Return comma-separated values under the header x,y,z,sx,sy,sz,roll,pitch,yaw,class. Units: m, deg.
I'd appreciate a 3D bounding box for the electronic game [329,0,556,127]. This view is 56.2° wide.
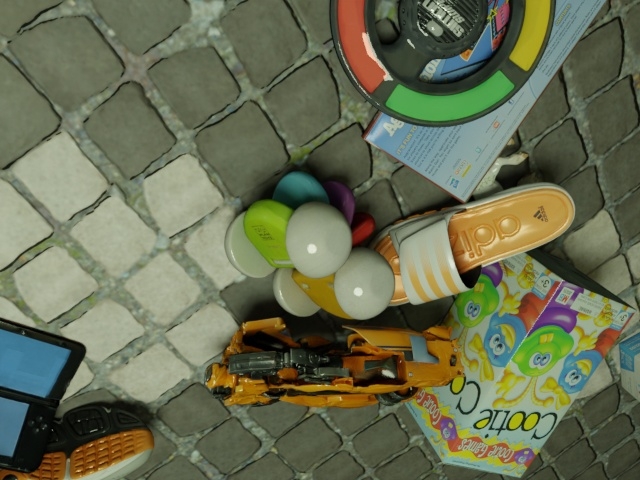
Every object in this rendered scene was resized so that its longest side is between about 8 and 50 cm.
x,y,z,sx,sy,sz,roll,pitch,yaw,class
0.123,-0.229,0.599,0.229,0.048,0.230,-2,108,-5,electronic game

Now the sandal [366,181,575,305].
x,y,z,sx,sy,sz,roll,pitch,yaw,class
0.164,0.007,0.695,0.265,0.076,0.102,-25,104,17,sandal

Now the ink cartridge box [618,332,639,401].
x,y,z,sx,sy,sz,roll,pitch,yaw,class
0.551,0.234,0.923,0.061,0.181,0.104,-25,120,-6,ink cartridge box

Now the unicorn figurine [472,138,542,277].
x,y,z,sx,sy,sz,roll,pitch,yaw,class
0.219,-0.054,0.745,0.111,0.060,0.162,-39,105,3,unicorn figurine

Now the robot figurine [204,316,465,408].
x,y,z,sx,sy,sz,roll,pitch,yaw,class
0.008,0.151,0.718,0.290,0.085,0.211,5,153,-17,robot figurine

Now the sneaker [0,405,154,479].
x,y,z,sx,sy,sz,roll,pitch,yaw,class
-0.314,0.287,0.707,0.262,0.099,0.121,-19,128,-2,sneaker

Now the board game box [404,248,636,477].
x,y,z,sx,sy,sz,roll,pitch,yaw,class
0.250,0.154,0.800,0.142,0.144,0.276,19,107,-26,board game box

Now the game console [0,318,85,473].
x,y,z,sx,sy,sz,roll,pitch,yaw,class
-0.343,0.161,0.634,0.143,0.124,0.085,25,131,-27,game console

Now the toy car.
x,y,z,sx,sy,sz,roll,pitch,yaw,class
0.000,0.000,0.653,0.182,0.159,0.136,44,61,-30,toy car

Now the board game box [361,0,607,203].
x,y,z,sx,sy,sz,roll,pitch,yaw,class
0.180,-0.195,0.654,0.145,0.027,0.281,30,103,-15,board game box
